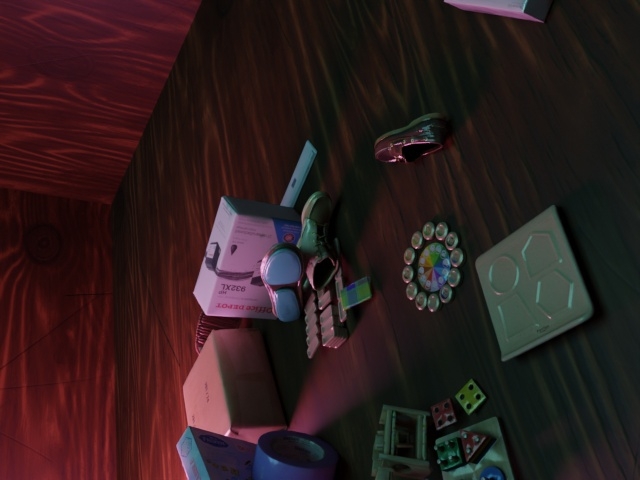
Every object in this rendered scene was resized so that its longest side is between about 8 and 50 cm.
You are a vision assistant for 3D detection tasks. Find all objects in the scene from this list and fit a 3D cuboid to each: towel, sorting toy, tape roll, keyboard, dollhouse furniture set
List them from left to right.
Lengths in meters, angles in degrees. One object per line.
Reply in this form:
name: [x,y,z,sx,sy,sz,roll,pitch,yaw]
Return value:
tape roll: [-0.059,0.511,1.500,0.189,0.189,0.080,23,103,59]
keyboard: [-0.071,-0.159,1.876,0.256,0.014,0.072,-65,29,26]
towel: [0.083,0.121,1.501,0.083,0.009,0.060,-29,47,24]
dollhouse furniture set: [0.150,0.434,1.229,0.182,0.101,0.161,-78,-5,-46]
sorting toy: [0.250,0.370,1.107,0.132,0.046,0.274,-34,47,32]
sorting toy: [0.347,0.073,1.078,0.193,0.038,0.208,-44,42,46]

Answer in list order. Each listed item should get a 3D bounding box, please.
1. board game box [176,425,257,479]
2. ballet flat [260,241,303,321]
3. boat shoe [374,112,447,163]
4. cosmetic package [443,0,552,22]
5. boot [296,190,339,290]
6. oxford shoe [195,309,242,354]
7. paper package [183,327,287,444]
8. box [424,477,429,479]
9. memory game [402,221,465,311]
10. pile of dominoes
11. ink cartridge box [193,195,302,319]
board game box: [-0.145,0.580,1.500,0.066,0.319,0.318,-57,34,8]
ballet flat: [-0.097,0.080,1.646,0.316,0.108,0.106,94,170,-50]
boat shoe: [0.183,-0.200,1.385,0.207,0.073,0.073,-23,61,56]
cosmetic package: [0.332,-0.471,1.215,0.239,0.060,0.099,41,119,56]
boot: [0.000,0.000,1.621,0.165,0.077,0.213,-125,47,-60]
oxford shoe: [-0.298,0.203,2.048,0.130,0.123,0.348,139,154,-69]
paper package: [-0.257,0.470,1.874,0.309,0.168,0.325,-59,37,36]
box: [0.214,0.530,1.172,0.109,0.042,0.178,14,93,59]
memory game: [0.222,0.052,1.315,0.186,0.012,0.186,-22,64,56]
pile of dominoes: [0.021,0.148,1.634,0.196,0.040,0.251,-51,34,42]
ink cartridge box: [-0.194,0.054,1.816,0.129,0.223,0.307,46,122,53]
